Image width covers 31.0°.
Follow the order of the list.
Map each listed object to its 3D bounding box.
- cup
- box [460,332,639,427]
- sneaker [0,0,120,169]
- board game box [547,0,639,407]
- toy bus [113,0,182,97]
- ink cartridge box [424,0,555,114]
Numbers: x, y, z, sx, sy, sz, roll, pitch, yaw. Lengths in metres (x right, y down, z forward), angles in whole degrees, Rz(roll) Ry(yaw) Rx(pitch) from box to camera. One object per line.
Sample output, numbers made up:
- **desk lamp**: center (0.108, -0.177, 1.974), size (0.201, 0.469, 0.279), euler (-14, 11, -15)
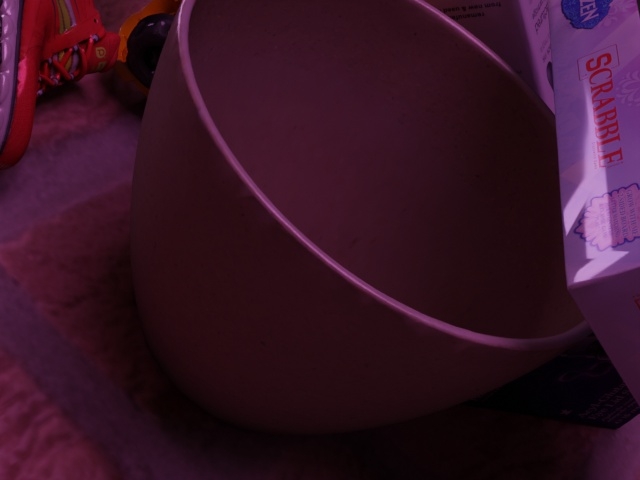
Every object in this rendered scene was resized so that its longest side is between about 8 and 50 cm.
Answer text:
- **cup**: center (0.000, 0.000, 0.794), size (0.331, 0.237, 0.331), euler (23, 40, -22)
- **box**: center (0.216, 0.068, 0.982), size (0.207, 0.153, 0.108), euler (11, 46, -31)
- **sneaker**: center (-0.210, -0.154, 0.885), size (0.118, 0.107, 0.279), euler (25, 39, -27)
- **board game box**: center (0.247, 0.012, 0.776), size (0.319, 0.066, 0.318), euler (52, 30, -34)
- **toy bus**: center (-0.036, -0.141, 0.982), size (0.211, 0.220, 0.149), euler (60, 34, -30)
- **ink cartridge box**: center (0.181, -0.144, 1.049), size (0.211, 0.121, 0.289), euler (-60, 138, -44)
